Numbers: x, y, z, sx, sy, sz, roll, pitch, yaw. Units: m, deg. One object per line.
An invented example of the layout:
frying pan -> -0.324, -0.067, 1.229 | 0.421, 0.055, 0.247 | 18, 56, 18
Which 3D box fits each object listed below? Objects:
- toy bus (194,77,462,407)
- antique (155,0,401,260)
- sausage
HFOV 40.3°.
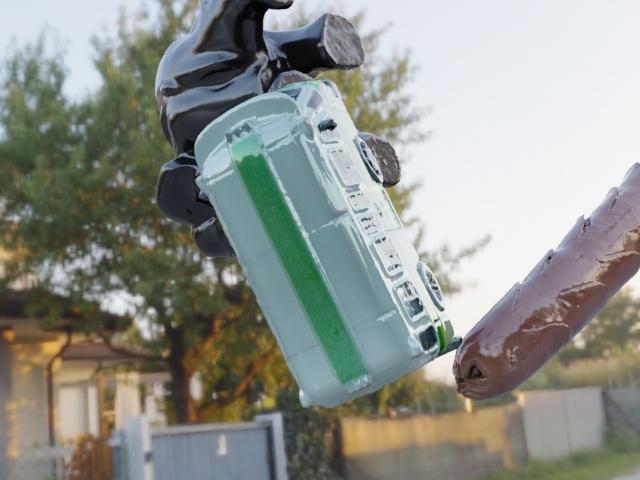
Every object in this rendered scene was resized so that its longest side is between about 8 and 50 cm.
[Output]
toy bus -> 0.000, 0.000, 0.749 | 0.133, 0.276, 0.164 | -28, -4, 16
antique -> -0.070, -0.127, 0.989 | 0.255, 0.322, 0.185 | -25, -9, 41
sausage -> 0.289, 0.023, 0.932 | 0.433, 0.088, 0.088 | -40, 4, -27
